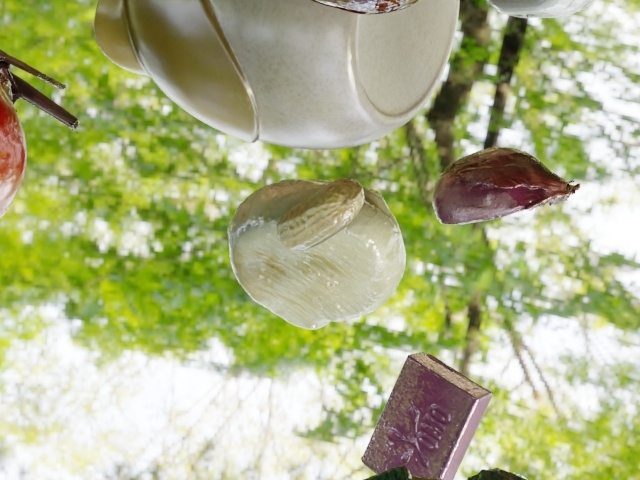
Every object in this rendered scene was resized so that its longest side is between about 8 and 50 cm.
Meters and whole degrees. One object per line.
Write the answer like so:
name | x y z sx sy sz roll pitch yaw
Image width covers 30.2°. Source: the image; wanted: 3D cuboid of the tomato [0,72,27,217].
tomato | -0.579 -0.158 1.674 0.289 0.325 0.293 -21 -123 -24

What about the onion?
onion | 0.354 -0.118 2.283 0.283 0.120 0.227 -7 -161 22

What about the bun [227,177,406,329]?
bun | 0.000 0.000 2.352 0.365 0.365 0.219 11 -131 2

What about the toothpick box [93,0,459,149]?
toothpick box | -0.057 -0.330 1.638 0.425 0.409 0.409 17 -157 31

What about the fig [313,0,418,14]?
fig | -0.008 -0.301 1.197 0.274 0.170 0.146 -4 -126 37

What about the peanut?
peanut | 0.004 -0.045 2.105 0.093 0.194 0.083 -10 -109 -60

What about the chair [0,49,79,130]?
chair | -0.599 -0.270 2.058 0.326 0.176 0.183 37 -114 23

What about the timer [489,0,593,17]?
timer | 0.303 -0.413 1.516 0.087 0.262 0.237 7 -173 -23

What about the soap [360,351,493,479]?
soap | 0.210 0.374 2.364 0.181 0.259 0.081 32 -163 29

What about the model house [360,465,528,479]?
model house | 0.181 0.570 1.928 0.342 0.335 0.382 12 -137 -25
